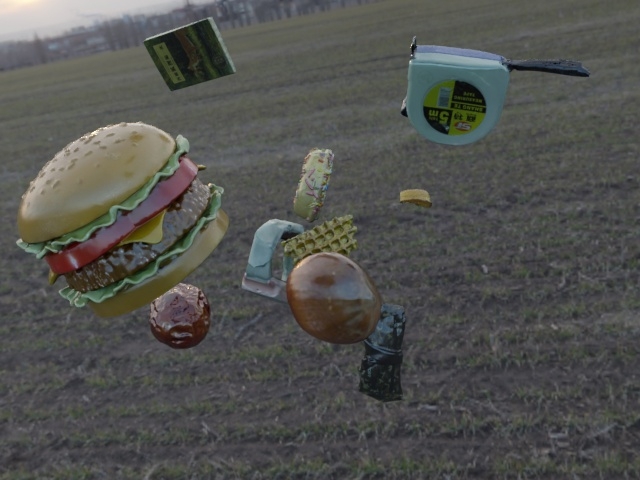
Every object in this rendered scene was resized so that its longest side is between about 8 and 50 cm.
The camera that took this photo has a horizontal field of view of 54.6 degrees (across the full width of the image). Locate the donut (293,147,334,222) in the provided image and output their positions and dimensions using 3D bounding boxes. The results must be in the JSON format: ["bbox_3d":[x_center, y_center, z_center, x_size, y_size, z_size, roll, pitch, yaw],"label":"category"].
[{"bbox_3d":[-0.018,-0.110,1.324,0.065,0.165,0.108,16,27,-3],"label":"donut"}]

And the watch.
[{"bbox_3d":[-0.123,0.060,1.878,0.162,0.241,0.253,12,-12,26],"label":"watch"}]

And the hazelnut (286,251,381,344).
[{"bbox_3d":[0.033,0.120,1.289,0.214,0.214,0.176,9,54,41],"label":"hazelnut"}]

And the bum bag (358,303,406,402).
[{"bbox_3d":[0.140,0.261,1.421,0.102,0.247,0.069,-5,12,-23],"label":"bum bag"}]

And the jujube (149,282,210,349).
[{"bbox_3d":[-0.400,0.210,1.769,0.174,0.174,0.250,-13,22,-4],"label":"jujube"}]

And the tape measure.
[{"bbox_3d":[0.348,-0.298,1.286,0.352,0.215,0.097,10,44,10],"label":"tape measure"}]

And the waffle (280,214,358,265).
[{"bbox_3d":[0.000,0.000,1.496,0.192,0.160,0.046,9,-23,-16],"label":"waffle"}]

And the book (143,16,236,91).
[{"bbox_3d":[-0.359,-0.507,1.703,0.229,0.160,0.024,-7,36,27],"label":"book"}]

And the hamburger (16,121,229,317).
[{"bbox_3d":[-0.285,-0.047,0.874,0.275,0.212,0.274,-25,26,14],"label":"hamburger"}]

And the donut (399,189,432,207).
[{"bbox_3d":[0.239,-0.107,1.561,0.083,0.037,0.067,-1,-12,5],"label":"donut"}]
